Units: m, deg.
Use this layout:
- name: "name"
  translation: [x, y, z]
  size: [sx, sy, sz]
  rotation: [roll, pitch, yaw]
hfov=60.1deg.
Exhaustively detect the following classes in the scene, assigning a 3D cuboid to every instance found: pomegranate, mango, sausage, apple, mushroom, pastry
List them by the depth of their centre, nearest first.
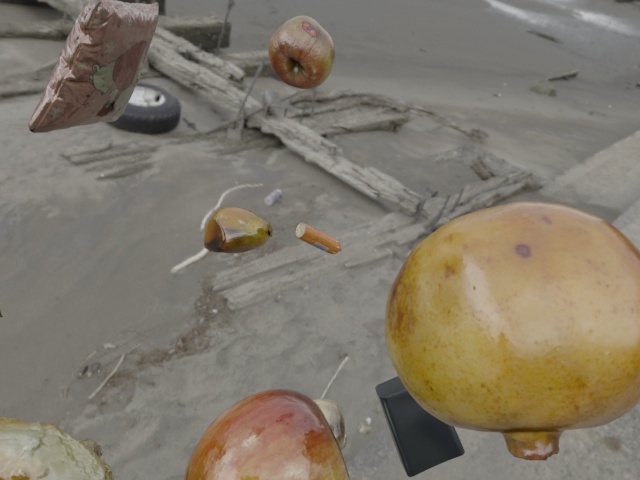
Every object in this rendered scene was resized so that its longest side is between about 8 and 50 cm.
- name: "pastry"
  translation: [-0.273, 0.247, 0.480]
  size: [0.182, 0.192, 0.093]
  rotation: [8, 9, -3]
- name: "pomegranate"
  translation: [0.311, 0.140, 0.874]
  size: [0.416, 0.417, 0.417]
  rotation: [12, 35, -8]
- name: "apple"
  translation: [-0.092, 0.406, 0.938]
  size: [0.301, 0.301, 0.301]
  rotation: [12, 35, -8]
- name: "sausage"
  translation: [0.000, 0.000, 0.988]
  size: [0.107, 0.031, 0.031]
  rotation: [27, 22, -41]
- name: "apple"
  translation: [-0.034, -0.346, 1.027]
  size: [0.126, 0.126, 0.102]
  rotation: [20, 54, 4]
- name: "mushroom"
  translation: [-0.003, 0.488, 1.405]
  size: [0.127, 0.166, 0.166]
  rotation: [37, 24, -30]
- name: "mango"
  translation: [-0.237, -0.032, 1.665]
  size: [0.166, 0.136, 0.236]
  rotation: [-3, 9, -35]

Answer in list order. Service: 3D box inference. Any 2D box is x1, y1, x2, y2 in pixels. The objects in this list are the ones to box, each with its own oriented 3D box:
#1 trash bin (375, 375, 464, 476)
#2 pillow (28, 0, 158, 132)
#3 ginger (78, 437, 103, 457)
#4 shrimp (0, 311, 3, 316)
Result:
- name: "trash bin"
  translation: [0.258, 0.475, 1.467]
  size: [0.165, 0.225, 0.115]
  rotation: [-22, 8, -2]
- name: "pillow"
  translation: [-0.349, -0.279, 0.884]
  size: [0.084, 0.236, 0.223]
  rotation: [34, 19, -2]
- name: "ginger"
  translation: [-0.626, 0.558, 1.326]
  size: [0.204, 0.104, 0.080]
  rotation: [-38, 74, -15]
- name: "shrimp"
  translation: [-0.624, 0.081, 0.946]
  size: [0.068, 0.249, 0.150]
  rotation: [1, 61, 5]
